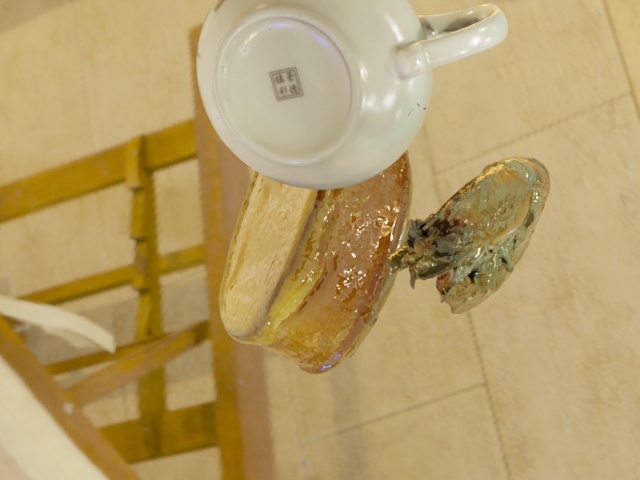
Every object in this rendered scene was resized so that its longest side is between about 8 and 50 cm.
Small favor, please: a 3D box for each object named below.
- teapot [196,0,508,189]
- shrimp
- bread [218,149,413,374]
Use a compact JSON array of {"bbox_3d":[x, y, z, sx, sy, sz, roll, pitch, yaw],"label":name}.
[{"bbox_3d":[0.015,-0.150,1.087,0.300,0.166,0.208,-8,96,15],"label":"teapot"},{"bbox_3d":[0.086,0.002,0.724,0.041,0.180,0.099,30,115,22],"label":"shrimp"},{"bbox_3d":[0.000,0.000,1.274,0.195,0.143,0.269,30,101,62],"label":"bread"}]
